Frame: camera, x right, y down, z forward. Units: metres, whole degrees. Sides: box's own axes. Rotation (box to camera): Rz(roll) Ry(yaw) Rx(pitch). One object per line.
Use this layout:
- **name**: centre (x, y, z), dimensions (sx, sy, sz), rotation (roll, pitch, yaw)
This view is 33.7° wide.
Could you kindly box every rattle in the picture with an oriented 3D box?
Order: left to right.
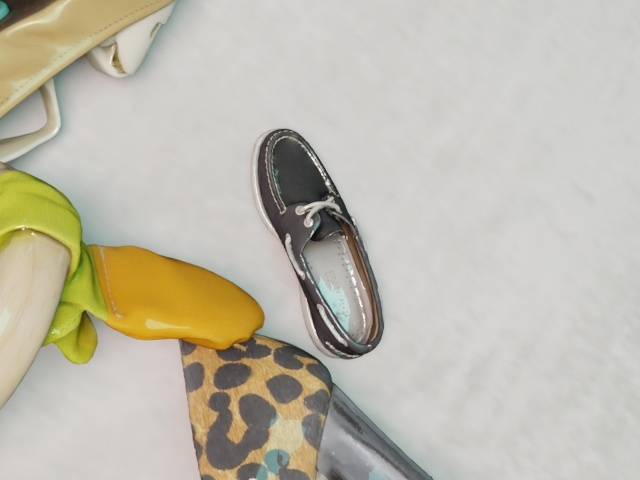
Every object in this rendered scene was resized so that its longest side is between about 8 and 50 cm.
- **rattle**: centre (-0.142, 0.076, 0.455), dimensions (0.143, 0.130, 0.199), rotation (34, 81, -53)

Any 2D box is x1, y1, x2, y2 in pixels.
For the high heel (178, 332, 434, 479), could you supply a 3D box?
- **high heel**: centre (-0.060, 0.175, 0.475), dimensions (0.186, 0.093, 0.261), rotation (42, 74, 3)

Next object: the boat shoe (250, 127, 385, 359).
- **boat shoe**: centre (0.000, 0.000, 0.537), dimensions (0.046, 0.038, 0.125), rotation (-15, 88, -23)

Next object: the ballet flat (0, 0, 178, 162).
- **ballet flat**: centre (-0.128, -0.092, 0.494), dimensions (0.232, 0.080, 0.073), rotation (-38, 124, -19)
